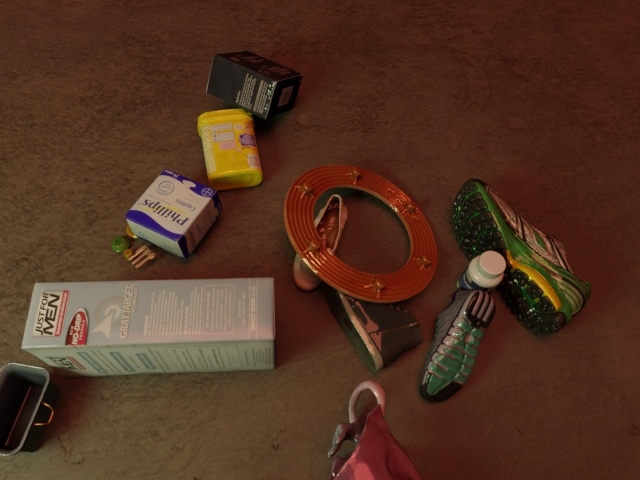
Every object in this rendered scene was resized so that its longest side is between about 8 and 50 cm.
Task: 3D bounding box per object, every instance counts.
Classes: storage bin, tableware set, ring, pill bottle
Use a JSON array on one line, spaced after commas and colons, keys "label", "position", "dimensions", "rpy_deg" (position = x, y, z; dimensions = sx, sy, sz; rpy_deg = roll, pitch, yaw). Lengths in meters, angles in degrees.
[{"label": "storage bin", "position": [-0.480, 0.281, 0.850], "dimensions": [0.098, 0.091, 0.135], "rpy_deg": [9, 62, 1]}, {"label": "tableware set", "position": [-0.343, -0.013, 1.065], "dimensions": [0.104, 0.024, 0.154], "rpy_deg": [39, 66, 20]}, {"label": "ring", "position": [0.090, -0.029, 1.038], "dimensions": [0.337, 0.032, 0.336], "rpy_deg": [15, 49, -18]}, {"label": "pill bottle", "position": [0.313, 0.070, 1.012], "dimensions": [0.067, 0.120, 0.067], "rpy_deg": [2, 60, -3]}]

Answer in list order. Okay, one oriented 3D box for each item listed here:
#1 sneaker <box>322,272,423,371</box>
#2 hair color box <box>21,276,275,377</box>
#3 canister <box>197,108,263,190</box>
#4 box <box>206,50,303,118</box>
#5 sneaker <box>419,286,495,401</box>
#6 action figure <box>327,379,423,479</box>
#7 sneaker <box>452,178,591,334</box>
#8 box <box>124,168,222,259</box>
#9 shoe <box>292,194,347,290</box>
[{"label": "sneaker", "position": [0.094, 0.126, 0.995], "dimensions": [0.118, 0.083, 0.222], "rpy_deg": [-24, 75, -22]}, {"label": "hair color box", "position": [-0.264, 0.151, 0.885], "dimensions": [0.375, 0.185, 0.113], "rpy_deg": [-1, 62, -5]}, {"label": "canister", "position": [-0.198, -0.199, 1.150], "dimensions": [0.126, 0.073, 0.169], "rpy_deg": [-9, 63, -10]}, {"label": "box", "position": [-0.148, -0.360, 1.195], "dimensions": [0.158, 0.093, 0.156], "rpy_deg": [27, 29, 10]}, {"label": "sneaker", "position": [0.243, 0.193, 0.979], "dimensions": [0.083, 0.098, 0.223], "rpy_deg": [34, 82, -18]}, {"label": "action figure", "position": [0.169, 0.434, 0.793], "dimensions": [0.371, 0.248, 0.275], "rpy_deg": [20, 35, 8]}, {"label": "sneaker", "position": [0.398, 0.016, 1.060], "dimensions": [0.146, 0.134, 0.343], "rpy_deg": [-26, 75, -25]}, {"label": "box", "position": [-0.287, -0.054, 1.035], "dimensions": [0.126, 0.072, 0.137], "rpy_deg": [23, 62, 13]}, {"label": "shoe", "position": [0.000, 0.000, 1.062], "dimensions": [0.077, 0.058, 0.218], "rpy_deg": [19, 61, 6]}]
